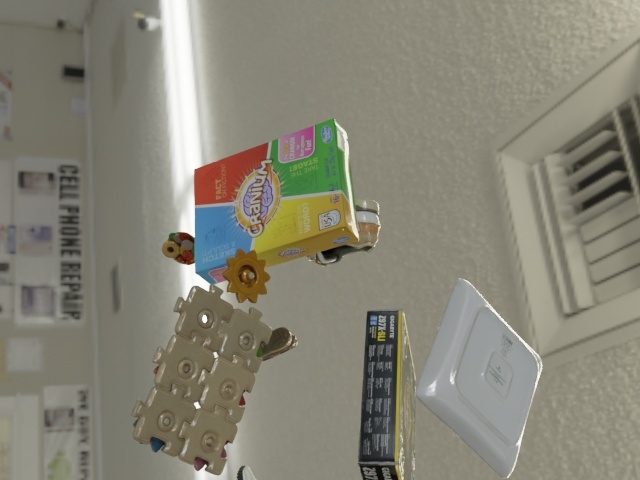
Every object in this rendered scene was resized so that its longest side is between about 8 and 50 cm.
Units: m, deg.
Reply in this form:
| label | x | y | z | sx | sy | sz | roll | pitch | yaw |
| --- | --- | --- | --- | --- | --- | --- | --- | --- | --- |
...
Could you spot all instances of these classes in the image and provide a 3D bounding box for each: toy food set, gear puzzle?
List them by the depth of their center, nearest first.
| label | x | y | z | sx | sy | sz | roll | pitch | yaw |
| --- | --- | --- | --- | --- | --- | --- | --- | --- | --- |
| gear puzzle | -0.165 | 0.161 | 1.319 | 0.044 | 0.175 | 0.339 | -9 | -125 | 50 |
| toy food set | -0.293 | 0.017 | 1.894 | 0.082 | 0.083 | 0.020 | -49 | -173 | 31 |

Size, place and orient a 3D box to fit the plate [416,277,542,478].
| label | x | y | z | sx | sy | sz | roll | pitch | yaw |
| --- | --- | --- | --- | --- | --- | --- | --- | --- | --- |
| plate | 0.312 | 0.249 | 1.635 | 0.045 | 0.277 | 0.278 | -21 | -147 | 46 |

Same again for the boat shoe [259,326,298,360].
| label | x | y | z | sx | sy | sz | roll | pitch | yaw |
| --- | --- | --- | --- | --- | --- | --- | --- | --- | --- |
| boat shoe | -0.134 | 0.259 | 2.097 | 0.177 | 0.060 | 0.064 | -21 | -124 | 22 |

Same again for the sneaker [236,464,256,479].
| label | x | y | z | sx | sy | sz | roll | pitch | yaw |
| --- | --- | --- | --- | --- | --- | --- | --- | --- | --- |
| sneaker | -0.120 | 0.536 | 1.842 | 0.057 | 0.075 | 0.161 | -15 | -87 | 69 |

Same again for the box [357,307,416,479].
| label | x | y | z | sx | sy | sz | roll | pitch | yaw |
| --- | --- | --- | --- | --- | --- | --- | --- | --- | --- |
| box | 0.130 | 0.332 | 1.665 | 0.257 | 0.079 | 0.322 | 78 | 14 | -48 |

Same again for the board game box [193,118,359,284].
| label | x | y | z | sx | sy | sz | roll | pitch | yaw |
| --- | --- | --- | --- | --- | --- | --- | --- | --- | --- |
| board game box | -0.092 | -0.071 | 1.687 | 0.316 | 0.064 | 0.242 | -18 | -122 | 20 |

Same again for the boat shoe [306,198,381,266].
| label | x | y | z | sx | sy | sz | roll | pitch | yaw |
| --- | --- | --- | --- | --- | --- | --- | --- | --- | --- |
| boat shoe | 0.000 | 0.000 | 1.924 | 0.302 | 0.113 | 0.103 | -20 | -115 | 42 |
